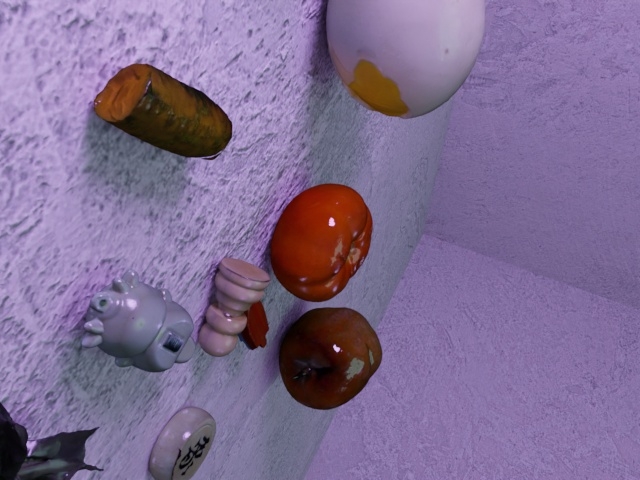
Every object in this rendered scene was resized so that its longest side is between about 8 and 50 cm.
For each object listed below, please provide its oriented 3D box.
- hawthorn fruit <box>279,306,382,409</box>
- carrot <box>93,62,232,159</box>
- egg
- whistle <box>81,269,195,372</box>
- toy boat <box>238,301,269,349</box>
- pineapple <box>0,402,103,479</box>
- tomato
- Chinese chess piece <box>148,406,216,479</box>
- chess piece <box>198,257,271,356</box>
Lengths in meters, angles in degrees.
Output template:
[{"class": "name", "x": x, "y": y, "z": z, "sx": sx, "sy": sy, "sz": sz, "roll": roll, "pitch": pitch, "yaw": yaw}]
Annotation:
[{"class": "hawthorn fruit", "x": 0.011, "y": 0.327, "z": 1.309, "sx": 0.300, "sy": 0.267, "sz": 0.268, "roll": -23, "pitch": 132, "yaw": -54}, {"class": "carrot", "x": -0.165, "y": -0.140, "z": 0.539, "sx": 0.082, "sy": 0.082, "sz": 0.173, "roll": -69, "pitch": 160, "yaw": 0}, {"class": "egg", "x": 0.148, "y": -0.396, "z": 0.857, "sx": 0.283, "sy": 0.282, "sz": 0.345, "roll": -59, "pitch": 155, "yaw": -28}, {"class": "whistle", "x": -0.226, "y": 0.115, "z": 0.629, "sx": 0.110, "sy": 0.091, "sz": 0.244, "roll": -65, "pitch": 161, "yaw": -19}, {"class": "toy boat", "x": -0.149, "y": 0.155, "z": 0.965, "sx": 0.069, "sy": 0.058, "sz": 0.173, "roll": -57, "pitch": 153, "yaw": -35}, {"class": "pineapple", "x": -0.317, "y": 0.211, "z": 0.412, "sx": 0.364, "sy": 0.165, "sz": 0.166, "roll": 82, "pitch": 32, "yaw": -72}, {"class": "tomato", "x": -0.002, "y": 0.001, "z": 1.023, "sx": 0.260, "sy": 0.179, "sz": 0.260, "roll": -53, "pitch": 154, "yaw": -41}, {"class": "Chinese chess piece", "x": -0.254, "y": 0.386, "z": 0.907, "sx": 0.144, "sy": 0.058, "sz": 0.144, "roll": -55, "pitch": 157, "yaw": -36}, {"class": "chess piece", "x": -0.160, "y": 0.125, "z": 0.848, "sx": 0.171, "sy": 0.094, "sz": 0.094, "roll": -67, "pitch": 163, "yaw": 8}]
